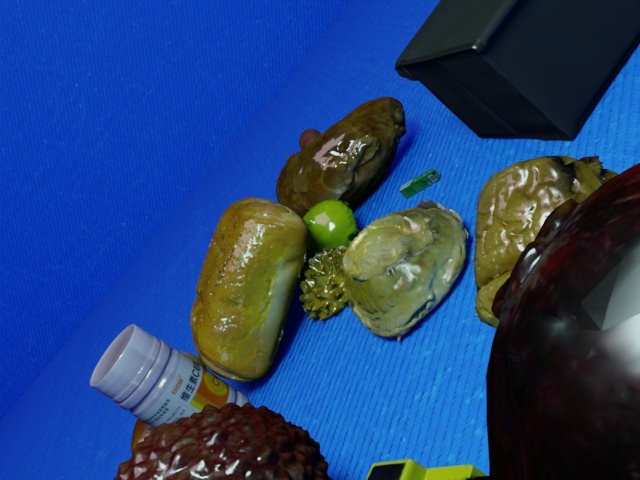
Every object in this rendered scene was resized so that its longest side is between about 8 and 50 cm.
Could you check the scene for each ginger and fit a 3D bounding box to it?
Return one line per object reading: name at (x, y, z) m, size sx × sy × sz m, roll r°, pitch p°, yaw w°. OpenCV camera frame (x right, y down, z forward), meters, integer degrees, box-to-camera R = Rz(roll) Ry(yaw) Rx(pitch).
ginger at (0.044, -0.146, 1.416) m, size 0.321 × 0.165 × 0.172 m, roll -37°, pitch 31°, yaw 22°

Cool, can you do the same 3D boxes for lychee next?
lychee at (-0.110, 0.317, 0.788) m, size 0.264 × 0.264 × 0.300 m, roll -34°, pitch 7°, yaw 40°

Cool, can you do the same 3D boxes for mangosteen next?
mangosteen at (0.265, 0.108, 0.398) m, size 0.306 × 0.359 × 0.306 m, roll -47°, pitch -15°, yaw -17°

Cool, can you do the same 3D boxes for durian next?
durian at (0.031, 0.046, 1.226) m, size 0.224 × 0.078 × 0.140 m, roll -42°, pitch 22°, yaw 27°

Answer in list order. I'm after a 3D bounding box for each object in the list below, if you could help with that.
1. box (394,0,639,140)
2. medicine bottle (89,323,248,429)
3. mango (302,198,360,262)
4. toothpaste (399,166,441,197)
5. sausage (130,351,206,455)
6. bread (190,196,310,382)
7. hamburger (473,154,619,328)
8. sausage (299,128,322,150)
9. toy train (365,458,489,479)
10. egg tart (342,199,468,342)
box at (0.325, -0.337, 1.067) m, size 0.345 × 0.204 × 0.251 m, roll -53°, pitch 20°, yaw -5°
medicine bottle at (-0.256, 0.262, 1.228) m, size 0.133 × 0.250 × 0.133 m, roll -44°, pitch 20°, yaw 21°
mango at (-0.001, -0.001, 1.352) m, size 0.178 × 0.100 × 0.119 m, roll -54°, pitch 21°, yaw 26°
toothpaste at (0.175, -0.101, 1.255) m, size 0.083 × 0.020 × 0.017 m, roll -30°, pitch 27°, yaw 46°
sausage at (-0.307, 0.342, 1.418) m, size 0.109 × 0.109 × 0.270 m, roll -40°, pitch 23°, yaw 29°
bread at (-0.157, 0.077, 1.353) m, size 0.328 × 0.148 × 0.337 m, roll -146°, pitch 74°, yaw -70°
hamburger at (0.243, -0.004, 0.789) m, size 0.183 × 0.130 × 0.206 m, roll -33°, pitch 29°, yaw 47°
sausage at (-0.013, -0.191, 1.738) m, size 0.087 × 0.079 × 0.326 m, roll -33°, pitch 26°, yaw 17°
toy train at (0.121, 0.244, 0.620) m, size 0.219 × 0.127 × 0.089 m, roll -28°, pitch 31°, yaw 50°
egg tart at (0.109, 0.029, 1.059) m, size 0.232 × 0.098 × 0.252 m, roll -34°, pitch 31°, yaw 32°
